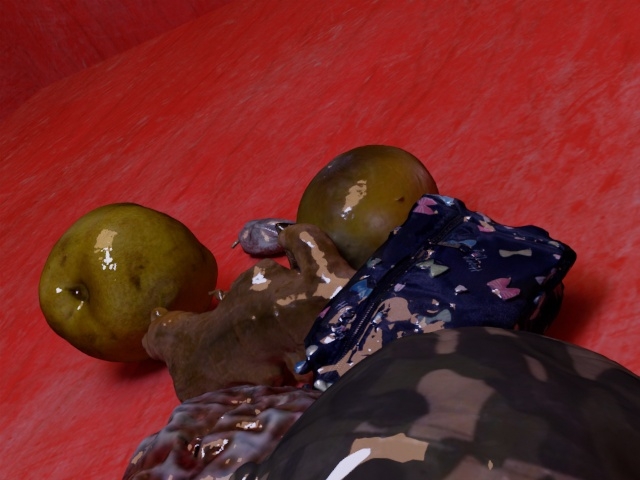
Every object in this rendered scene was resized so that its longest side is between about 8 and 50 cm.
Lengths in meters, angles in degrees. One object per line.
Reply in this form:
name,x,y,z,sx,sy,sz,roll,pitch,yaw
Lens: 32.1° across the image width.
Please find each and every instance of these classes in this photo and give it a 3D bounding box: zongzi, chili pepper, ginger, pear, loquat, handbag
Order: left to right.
pear,-0.225,0.050,1.302,0.200,0.200,0.200,-27,23,12
ginger,-0.055,0.080,1.095,0.333,0.166,0.080,-24,-16,33
chili pepper,-0.062,-0.004,1.400,0.153,0.041,0.050,0,81,52
zongzi,0.000,0.000,1.297,0.083,0.067,0.073,-21,11,-19
loquat,0.054,-0.028,1.168,0.152,0.152,0.195,-18,34,31
handbag,0.094,0.066,0.923,0.162,0.113,0.260,25,51,23

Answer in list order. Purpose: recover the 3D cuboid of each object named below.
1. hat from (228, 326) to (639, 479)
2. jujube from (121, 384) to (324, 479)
hat,0.159,0.142,0.522,0.382,0.257,0.366,-27,35,39
jujube,-0.077,0.236,0.686,0.317,0.226,0.226,-41,24,-28
